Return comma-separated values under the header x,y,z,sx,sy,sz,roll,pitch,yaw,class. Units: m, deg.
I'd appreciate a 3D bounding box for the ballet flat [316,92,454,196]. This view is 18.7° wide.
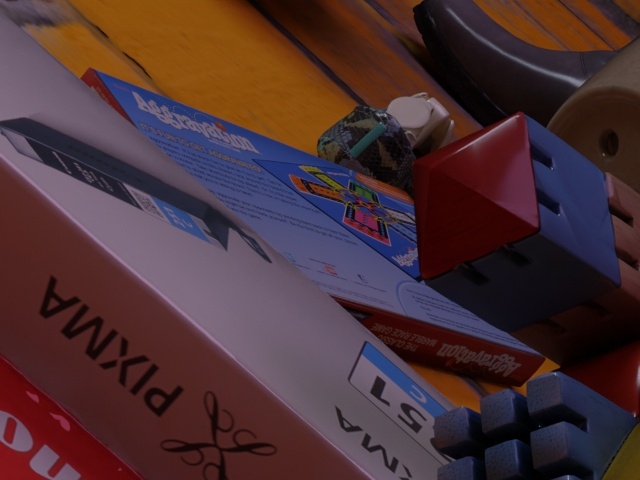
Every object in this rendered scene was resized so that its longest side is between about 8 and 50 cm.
x,y,z,sx,sy,sz,roll,pitch,yaw,class
0.053,-0.061,1.205,0.070,0.070,0.188,43,16,5,ballet flat

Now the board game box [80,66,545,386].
x,y,z,sx,sy,sz,roll,pitch,yaw,class
0.000,0.000,0.990,0.281,0.027,0.145,18,29,-53,board game box

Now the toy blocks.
x,y,z,sx,sy,sz,roll,pitch,yaw,class
0.141,0.121,0.632,0.261,0.191,0.381,30,46,-43,toy blocks

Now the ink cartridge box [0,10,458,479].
x,y,z,sx,sy,sz,roll,pitch,yaw,class
-0.061,0.049,0.655,0.296,0.066,0.261,41,15,-2,ink cartridge box

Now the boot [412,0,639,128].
x,y,z,sx,sy,sz,roll,pitch,yaw,class
0.253,-0.144,1.591,0.338,0.222,0.118,46,17,16,boot

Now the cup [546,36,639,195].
x,y,z,sx,sy,sz,roll,pitch,yaw,class
0.275,-0.021,1.252,0.237,0.331,0.331,-4,42,-33,cup
